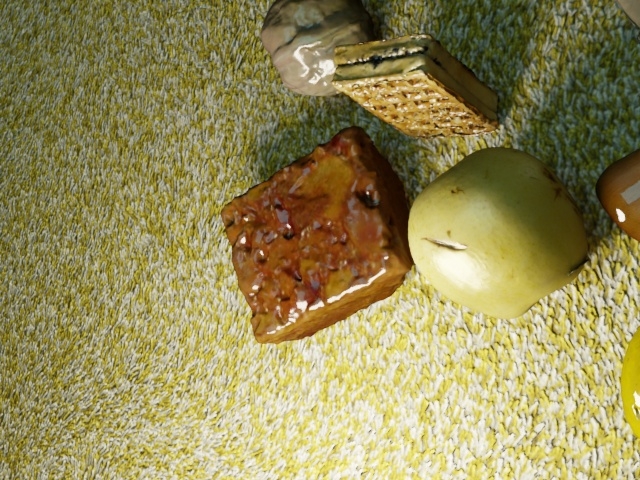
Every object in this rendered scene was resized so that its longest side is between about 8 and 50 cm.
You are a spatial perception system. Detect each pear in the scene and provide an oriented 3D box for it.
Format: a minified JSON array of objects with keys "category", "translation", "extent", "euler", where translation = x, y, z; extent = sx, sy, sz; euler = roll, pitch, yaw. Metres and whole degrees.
[{"category":"pear","translation":[0.315,-0.009,1.763],"extent":[0.309,0.309,0.309],"euler":[-8,77,36]}]

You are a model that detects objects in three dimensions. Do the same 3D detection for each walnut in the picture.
[{"category":"walnut","translation":[0.003,-0.430,2.114],"extent":[0.248,0.248,0.248],"euler":[-8,77,36]}]

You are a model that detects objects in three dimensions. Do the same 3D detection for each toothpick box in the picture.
[{"category":"toothpick box","translation":[0.606,-0.136,1.640],"extent":[0.294,0.192,0.192],"euler":[-44,59,29]}]

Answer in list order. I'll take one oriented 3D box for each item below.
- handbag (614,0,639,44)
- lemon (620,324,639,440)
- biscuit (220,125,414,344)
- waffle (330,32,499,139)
[{"category":"handbag","translation":[0.615,-0.489,1.735],"extent":[0.270,0.117,0.182],"euler":[-42,75,25]},{"category":"lemon","translation":[0.593,0.223,1.533],"extent":[0.258,0.258,0.310],"euler":[16,85,38]},{"category":"biscuit","translation":[0.000,0.000,2.075],"extent":[0.395,0.166,0.343],"euler":[-28,64,28]},{"category":"waffle","translation":[0.189,-0.285,1.900],"extent":[0.212,0.308,0.091],"euler":[0,75,37]}]
